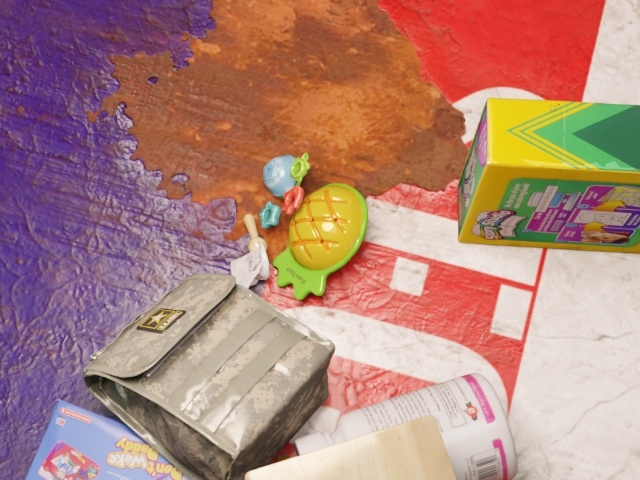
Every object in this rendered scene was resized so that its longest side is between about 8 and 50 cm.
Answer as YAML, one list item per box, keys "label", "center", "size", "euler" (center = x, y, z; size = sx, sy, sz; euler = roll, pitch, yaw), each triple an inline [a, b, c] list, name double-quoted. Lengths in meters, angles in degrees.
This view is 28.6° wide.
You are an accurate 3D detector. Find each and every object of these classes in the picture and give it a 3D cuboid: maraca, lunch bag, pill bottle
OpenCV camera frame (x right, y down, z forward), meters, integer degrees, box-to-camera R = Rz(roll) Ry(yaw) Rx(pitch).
- label: "maraca"
  center: [0.000, 0.000, 1.880]
  size: [0.127, 0.099, 0.186]
  euler: [33, 92, 38]
- label: "lunch bag"
  center: [-0.160, 0.182, 1.756]
  size: [0.287, 0.169, 0.235]
  euler: [31, 53, 20]
- label: "pill bottle"
  center: [0.116, 0.299, 1.753]
  size: [0.283, 0.160, 0.160]
  euler: [-16, 74, -7]

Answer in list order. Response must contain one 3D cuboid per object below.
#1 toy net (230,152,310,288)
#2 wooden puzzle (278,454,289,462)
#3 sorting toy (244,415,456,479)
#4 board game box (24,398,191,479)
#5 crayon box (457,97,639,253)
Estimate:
- label: "toy net"
  center: [-0.069, -0.020, 1.890]
  size: [0.122, 0.045, 0.232]
  euler: [11, 82, 49]
- label: "wooden puzzle"
  center: [-0.001, 0.341, 1.822]
  size: [0.116, 0.014, 0.079]
  euler: [-5, 74, -2]
- label: "sorting toy"
  center: [0.061, 0.387, 1.599]
  size: [0.255, 0.089, 0.257]
  euler: [-16, 75, -7]
- label: "board game box"
  center: [-0.251, 0.397, 1.771]
  size: [0.347, 0.078, 0.233]
  euler: [20, 75, 6]
- label: "crayon box"
  center: [0.365, -0.084, 1.765]
  size: [0.313, 0.363, 0.106]
  euler: [4, 73, 1]
